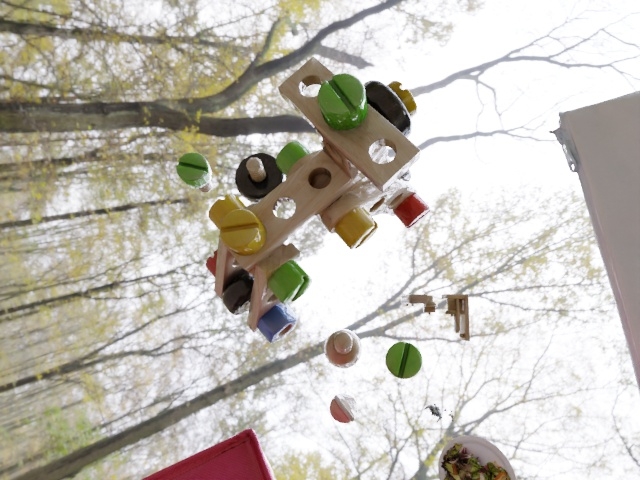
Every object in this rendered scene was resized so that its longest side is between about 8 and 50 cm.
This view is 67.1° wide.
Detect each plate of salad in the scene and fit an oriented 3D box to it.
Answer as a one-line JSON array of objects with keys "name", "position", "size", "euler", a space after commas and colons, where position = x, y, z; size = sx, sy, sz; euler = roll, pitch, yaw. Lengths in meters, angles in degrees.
[{"name": "plate of salad", "position": [0.381, 0.588, 1.193], "size": [0.199, 0.048, 0.200], "euler": [-4, -97, 37]}]

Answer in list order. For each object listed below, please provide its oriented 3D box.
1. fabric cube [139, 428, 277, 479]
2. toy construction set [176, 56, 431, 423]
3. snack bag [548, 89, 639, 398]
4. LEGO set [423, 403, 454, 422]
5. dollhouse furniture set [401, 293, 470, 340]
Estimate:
[{"name": "fabric cube", "position": [-0.094, 0.336, 0.301], "size": [0.254, 0.259, 0.258], "euler": [-123, -163, -46]}, {"name": "toy construction set", "position": [0.000, 0.000, 0.428], "size": [0.237, 0.257, 0.309], "euler": [83, -8, -72]}, {"name": "snack bag", "position": [0.374, -0.014, 0.332], "size": [0.342, 0.037, 0.323], "euler": [-15, -120, 26]}, {"name": "LEGO set", "position": [0.309, 0.442, 1.250], "size": [0.054, 0.083, 0.023], "euler": [-110, -152, -47]}, {"name": "dollhouse furniture set", "position": [0.313, 0.212, 1.335], "size": [0.144, 0.151, 0.123], "euler": [108, -18, -81]}]
